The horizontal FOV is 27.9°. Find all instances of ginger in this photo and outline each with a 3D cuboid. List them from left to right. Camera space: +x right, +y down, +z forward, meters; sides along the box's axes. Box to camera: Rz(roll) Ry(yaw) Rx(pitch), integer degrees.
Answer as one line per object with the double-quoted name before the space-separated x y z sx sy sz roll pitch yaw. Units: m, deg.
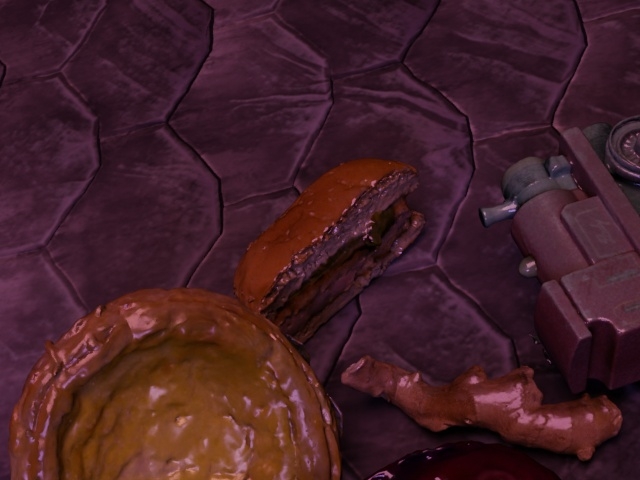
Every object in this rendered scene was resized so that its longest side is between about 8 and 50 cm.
"ginger" 0.163 0.162 1.324 0.288 0.075 0.089 12 81 20

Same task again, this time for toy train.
"toy train" 0.302 0.004 1.339 0.222 0.150 0.304 -18 50 -8

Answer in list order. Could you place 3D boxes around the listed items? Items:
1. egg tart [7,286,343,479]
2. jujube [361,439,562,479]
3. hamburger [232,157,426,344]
"egg tart" -0.147 0.212 1.278 0.345 0.345 0.132 -38 13 -13
"jujube" 0.066 0.339 1.111 0.377 0.258 0.258 -35 50 -27
"hamburger" 0.000 0.000 1.471 0.262 0.124 0.131 -40 51 -16
